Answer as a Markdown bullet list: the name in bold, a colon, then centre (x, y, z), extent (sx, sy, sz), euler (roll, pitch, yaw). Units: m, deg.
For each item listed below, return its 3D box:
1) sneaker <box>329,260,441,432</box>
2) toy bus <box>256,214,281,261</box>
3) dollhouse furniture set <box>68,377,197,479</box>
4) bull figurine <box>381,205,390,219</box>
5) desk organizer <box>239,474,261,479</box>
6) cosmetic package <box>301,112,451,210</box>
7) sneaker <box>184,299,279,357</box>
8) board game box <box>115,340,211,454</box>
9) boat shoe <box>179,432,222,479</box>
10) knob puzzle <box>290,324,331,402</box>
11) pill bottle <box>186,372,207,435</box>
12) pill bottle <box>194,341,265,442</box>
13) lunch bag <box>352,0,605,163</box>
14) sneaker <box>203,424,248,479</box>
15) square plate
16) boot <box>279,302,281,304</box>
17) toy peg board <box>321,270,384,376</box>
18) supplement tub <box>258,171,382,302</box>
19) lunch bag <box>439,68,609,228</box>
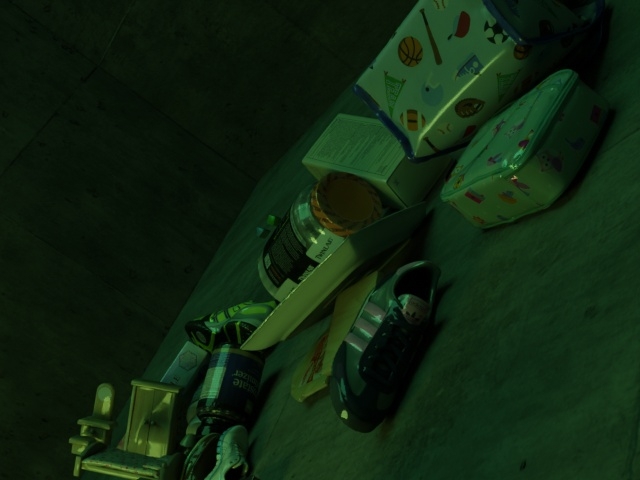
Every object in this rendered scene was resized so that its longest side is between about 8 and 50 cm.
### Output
- **sneaker**: centre (0.107, 0.148, 1.384), extent (0.131, 0.112, 0.319), euler (-46, 15, 42)
- **toy bus**: centre (-0.077, 0.030, 2.470), extent (0.202, 0.104, 0.190), euler (1, 83, 39)
- **dollhouse furniture set**: centre (-0.425, 0.401, 1.881), extent (0.355, 0.303, 0.173), euler (16, -98, -79)
- **bull figurine**: centre (0.091, -0.112, 2.128), extent (0.310, 0.101, 0.188), euler (-23, 37, 46)
- **desk organizer**: centre (-0.134, 0.460, 1.586), extent (0.130, 0.050, 0.047), euler (-38, 20, 54)
- **cosmetic package**: centre (0.118, -0.178, 1.971), extent (0.160, 0.113, 0.309), euler (-52, 37, -12)
- **sneaker**: centre (-0.221, 0.239, 2.355), extent (0.147, 0.145, 0.385), euler (-40, 19, -34)
- **board game box**: centre (-0.368, 0.433, 2.242), extent (0.318, 0.066, 0.318), euler (-57, -13, -15)
- **boat shoe**: centre (-0.239, 0.512, 1.783), extent (0.095, 0.095, 0.257), euler (-19, 46, 59)
- **knob puzzle**: centre (0.004, 0.238, 1.730), extent (0.213, 0.030, 0.213), euler (-51, 13, 16)
- **pill bottle**: centre (-0.257, 0.400, 2.098), extent (0.108, 0.108, 0.180), euler (-48, 12, 26)
- **pill bottle**: centre (-0.205, 0.347, 1.970), extent (0.123, 0.123, 0.219), euler (-38, 33, 54)
- **lunch bag**: centre (0.313, -0.331, 1.611), extent (0.386, 0.239, 0.328), euler (-22, -18, -47)
- **sneaker**: centre (-0.168, 0.442, 1.771), extent (0.083, 0.071, 0.190), euler (-30, 26, 32)
- **square plate**: centre (0.041, 0.076, 1.732), extent (0.344, 0.049, 0.347), euler (-46, -12, 31)
- **boot**: centre (-0.025, 0.053, 2.255), extent (0.229, 0.091, 0.263), euler (-56, 2, 32)
- **toy peg board**: centre (0.084, 0.159, 1.582), extent (0.161, 0.079, 0.160), euler (-38, 35, 58)
- **supplement tub**: centre (0.000, 0.000, 1.935), extent (0.316, 0.194, 0.193), euler (-54, 7, 51)
- **lunch bag**: centre (0.315, -0.143, 1.406), extent (0.224, 0.108, 0.279), euler (-58, 12, -19)
